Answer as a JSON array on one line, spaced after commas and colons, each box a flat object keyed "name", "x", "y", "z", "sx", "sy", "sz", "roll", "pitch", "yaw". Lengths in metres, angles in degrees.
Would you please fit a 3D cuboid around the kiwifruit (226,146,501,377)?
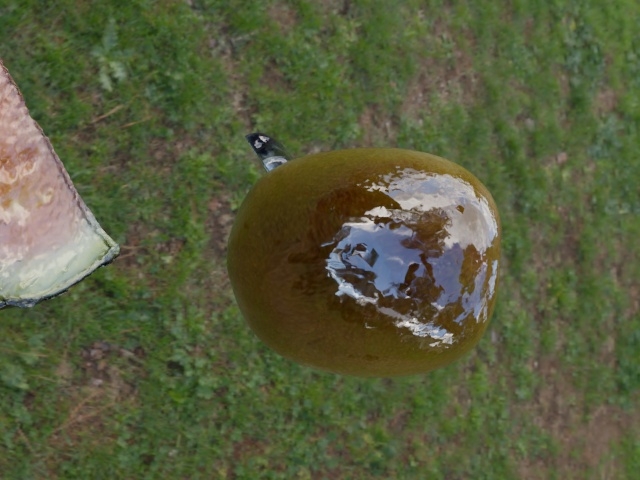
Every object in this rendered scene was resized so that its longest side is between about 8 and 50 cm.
[{"name": "kiwifruit", "x": 0.033, "y": 0.016, "z": 0.683, "sx": 0.196, "sy": 0.234, "sz": 0.195, "roll": 7, "pitch": 90, "yaw": -76}]

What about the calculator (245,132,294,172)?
[{"name": "calculator", "x": 0.000, "y": 0.000, "z": 0.916, "sx": 0.040, "sy": 0.177, "sz": 0.268, "roll": -29, "pitch": 115, "yaw": -2}]

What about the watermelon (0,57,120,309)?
[{"name": "watermelon", "x": -0.181, "y": -0.050, "z": 0.317, "sx": 0.119, "sy": 0.063, "sz": 0.245, "roll": -44, "pitch": 127, "yaw": -15}]
